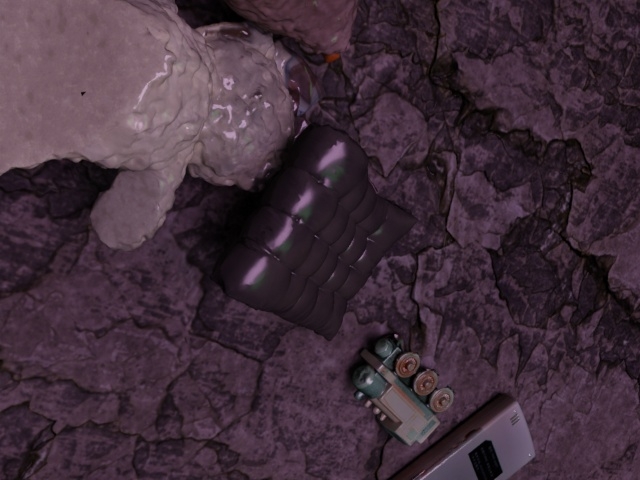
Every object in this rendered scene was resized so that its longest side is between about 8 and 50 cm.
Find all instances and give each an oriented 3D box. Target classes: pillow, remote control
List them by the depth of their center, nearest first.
[{"bbox_3d":[0.000,0.000,0.938,0.228,0.101,0.326,-58,154,-4],"label":"pillow"},{"bbox_3d":[0.227,0.416,1.273,0.344,0.050,0.145,-31,115,-18],"label":"remote control"}]

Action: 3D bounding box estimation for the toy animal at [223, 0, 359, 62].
[{"bbox_3d":[-0.067,-0.362,0.810,0.226,0.188,0.358,-42,108,-48],"label":"toy animal"}]

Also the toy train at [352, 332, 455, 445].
[{"bbox_3d":[0.126,0.236,1.159,0.125,0.081,0.194,-47,121,-6],"label":"toy train"}]

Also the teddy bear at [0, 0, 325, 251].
[{"bbox_3d":[-0.210,-0.149,0.851,0.375,0.362,0.327,-7,86,13],"label":"teddy bear"}]
